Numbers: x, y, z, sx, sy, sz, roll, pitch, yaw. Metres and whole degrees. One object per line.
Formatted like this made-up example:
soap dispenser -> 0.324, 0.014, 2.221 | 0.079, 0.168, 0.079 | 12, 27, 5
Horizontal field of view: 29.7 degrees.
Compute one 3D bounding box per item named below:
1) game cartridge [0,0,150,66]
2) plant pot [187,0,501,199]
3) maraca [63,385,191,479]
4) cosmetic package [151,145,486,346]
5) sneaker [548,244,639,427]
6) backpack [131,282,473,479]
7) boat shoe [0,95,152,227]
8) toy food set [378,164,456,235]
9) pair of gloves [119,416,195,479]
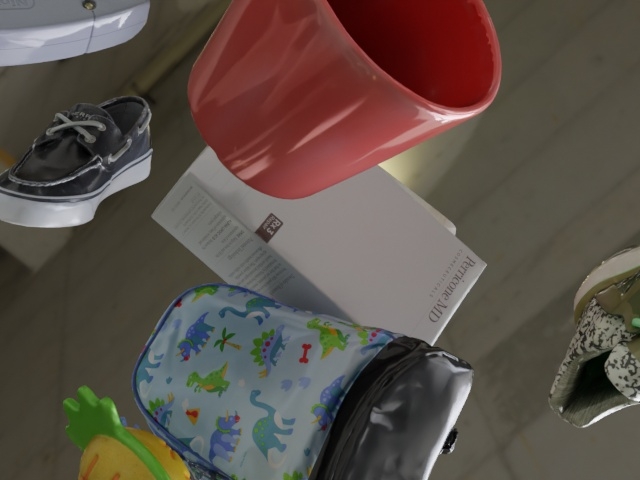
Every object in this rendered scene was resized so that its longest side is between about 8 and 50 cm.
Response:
game cartridge -> -0.314, -0.243, 1.078 | 0.062, 0.297, 0.198 | -55, -131, 51
plant pot -> 0.008, -0.183, 1.241 | 0.243, 0.275, 0.275 | -37, -153, 38
maraca -> -0.184, 0.222, 1.143 | 0.099, 0.186, 0.127 | -31, 176, -42
cosmetic package -> 0.000, 0.000, 1.582 | 0.217, 0.385, 0.156 | -54, -174, -32
sneaker -> 0.320, 0.064, 1.009 | 0.182, 0.158, 0.410 | -48, 175, -31
backpack -> -0.050, 0.194, 1.426 | 0.355, 0.273, 0.290 | 19, -103, 52
boat shoe -> -0.257, -0.095, 1.285 | 0.301, 0.108, 0.102 | -41, 145, -65
toy food set -> 0.043, -0.001, 2.041 | 0.306, 0.219, 0.092 | -34, -147, 33
pair of gloves -> -0.270, 0.343, 1.911 | 0.198, 0.159, 0.023 | -12, 175, -24
